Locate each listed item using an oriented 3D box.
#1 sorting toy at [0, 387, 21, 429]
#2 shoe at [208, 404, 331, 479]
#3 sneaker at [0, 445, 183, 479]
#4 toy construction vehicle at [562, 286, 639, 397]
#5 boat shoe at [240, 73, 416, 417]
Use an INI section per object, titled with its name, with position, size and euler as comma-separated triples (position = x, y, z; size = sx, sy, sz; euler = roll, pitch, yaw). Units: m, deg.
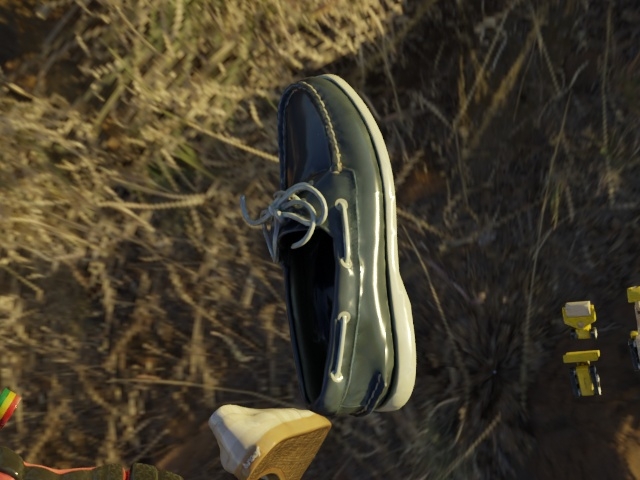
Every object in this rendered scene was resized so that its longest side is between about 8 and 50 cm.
[sorting toy]
position = -0.436, 0.312, 1.699
size = 0.046, 0.132, 0.274
euler = 33, 99, -8
[shoe]
position = -0.043, 0.173, 1.250
size = 0.058, 0.219, 0.076
euler = 35, 90, 16
[sneaker]
position = -0.181, 0.207, 0.904
size = 0.314, 0.116, 0.136
euler = 24, 126, -16
[toy construction vehicle]
position = 0.261, 0.090, 1.286
size = 0.086, 0.035, 0.098
euler = -10, 115, 21
[boat shoe]
position = 0.000, 0.000, 1.003
size = 0.079, 0.095, 0.254
euler = 0, 75, -33
